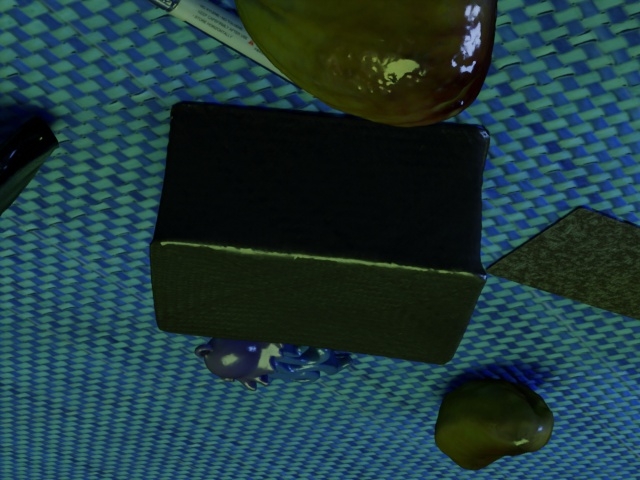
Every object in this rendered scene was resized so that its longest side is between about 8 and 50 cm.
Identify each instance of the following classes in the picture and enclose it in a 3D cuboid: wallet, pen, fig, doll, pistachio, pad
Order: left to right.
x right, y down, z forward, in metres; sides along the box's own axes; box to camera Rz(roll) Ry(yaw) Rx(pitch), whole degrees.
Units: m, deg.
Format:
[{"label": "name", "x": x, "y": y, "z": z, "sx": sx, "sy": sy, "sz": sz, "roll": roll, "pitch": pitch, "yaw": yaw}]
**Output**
[{"label": "wallet", "x": -0.363, "y": 0.049, "z": 1.006, "sx": 0.046, "sy": 0.379, "sz": 0.191, "roll": 47, "pitch": 143, "yaw": -11}, {"label": "pen", "x": -0.075, "y": -0.157, "z": 0.913, "sx": 0.204, "sy": 0.025, "sz": 0.025, "roll": 25, "pitch": 145, "yaw": -33}, {"label": "doll", "x": -0.053, "y": 0.132, "z": 1.413, "sx": 0.206, "sy": 0.067, "sz": 0.110, "roll": 11, "pitch": 139, "yaw": -35}, {"label": "fig", "x": -0.008, "y": -0.170, "z": 0.791, "sx": 0.257, "sy": 0.159, "sz": 0.159, "roll": 21, "pitch": 154, "yaw": 13}, {"label": "pistachio", "x": 0.202, "y": 0.214, "z": 1.495, "sx": 0.110, "sy": 0.100, "sz": 0.189, "roll": 36, "pitch": 153, "yaw": -10}, {"label": "pad", "x": 0.302, "y": 0.032, "z": 1.233, "sx": 0.235, "sy": 0.003, "sz": 0.158, "roll": 17, "pitch": 149, "yaw": -22}]

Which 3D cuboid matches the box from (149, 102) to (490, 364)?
[{"label": "box", "x": 0.000, "y": -0.002, "z": 1.070, "sx": 0.273, "sy": 0.143, "sz": 0.184, "roll": 6, "pitch": 152, "yaw": 0}]
